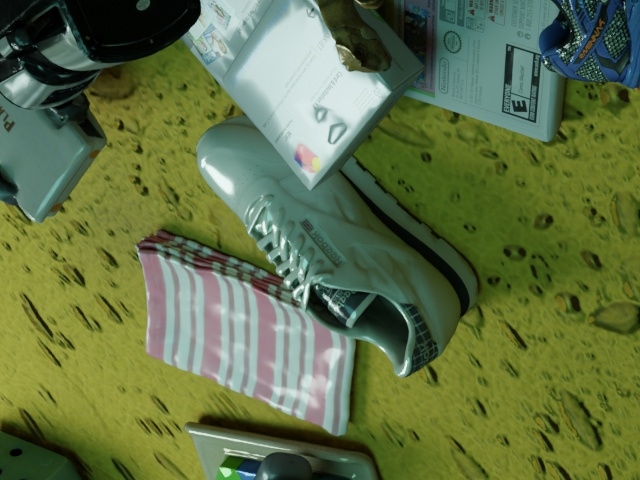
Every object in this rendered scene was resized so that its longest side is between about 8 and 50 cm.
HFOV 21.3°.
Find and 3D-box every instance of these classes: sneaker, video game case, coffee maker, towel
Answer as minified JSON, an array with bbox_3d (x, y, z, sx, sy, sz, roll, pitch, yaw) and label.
[{"bbox_3d":[0.000,0.000,1.217,0.235,0.095,0.090,35,141,8],"label":"sneaker"},{"bbox_3d":[0.067,-0.176,1.059,0.193,0.023,0.212,20,137,22],"label":"video game case"},{"bbox_3d":[0.149,-0.172,0.936,0.087,0.083,0.221,-4,126,11],"label":"sneaker"},{"bbox_3d":[-0.174,-0.186,1.147,0.178,0.120,0.171,-13,80,59],"label":"coffee maker"},{"bbox_3d":[-0.062,0.079,1.386,0.197,0.029,0.144,21,137,21],"label":"towel"}]

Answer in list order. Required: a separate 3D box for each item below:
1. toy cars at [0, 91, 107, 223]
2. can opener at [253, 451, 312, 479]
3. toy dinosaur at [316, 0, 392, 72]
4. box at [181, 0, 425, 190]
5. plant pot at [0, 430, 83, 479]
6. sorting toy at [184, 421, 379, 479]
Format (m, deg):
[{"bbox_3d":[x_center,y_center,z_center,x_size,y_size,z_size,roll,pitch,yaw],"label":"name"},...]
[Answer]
[{"bbox_3d":[-0.311,-0.108,1.356,0.393,0.087,0.176,4,92,33],"label":"toy cars"},{"bbox_3d":[-0.049,0.287,1.494,0.093,0.074,0.280,6,137,-11],"label":"can opener"},{"bbox_3d":[-0.015,-0.191,1.009,0.211,0.112,0.064,49,159,25],"label":"toy dinosaur"},{"bbox_3d":[-0.030,-0.140,1.118,0.186,0.038,0.145,50,147,6],"label":"box"},{"bbox_3d":[-0.313,0.317,1.702,0.165,0.165,0.234,16,128,25],"label":"plant pot"},{"bbox_3d":[-0.020,0.254,1.506,0.193,0.038,0.208,6,129,34],"label":"sorting toy"}]
